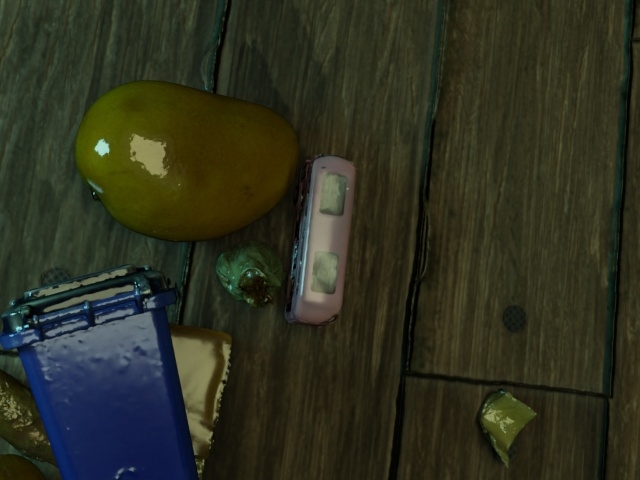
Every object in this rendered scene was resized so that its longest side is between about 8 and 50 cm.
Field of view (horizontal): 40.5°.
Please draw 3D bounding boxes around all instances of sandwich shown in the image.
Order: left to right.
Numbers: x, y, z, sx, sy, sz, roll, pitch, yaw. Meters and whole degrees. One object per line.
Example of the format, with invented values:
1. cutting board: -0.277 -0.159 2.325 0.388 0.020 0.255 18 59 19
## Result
1. sandwich: -0.209 0.191 0.938 0.186 0.108 0.220 12 83 -13

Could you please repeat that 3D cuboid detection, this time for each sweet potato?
1. sweet potato: -0.315 0.200 0.937 0.206 0.060 0.068 43 112 -7

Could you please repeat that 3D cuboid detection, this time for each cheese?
1. cheese: 0.225 0.236 1.080 0.060 0.041 0.084 37 60 -15

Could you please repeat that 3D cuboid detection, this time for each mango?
1. mango: -0.146 -0.084 0.975 0.254 0.139 0.176 9 87 -20

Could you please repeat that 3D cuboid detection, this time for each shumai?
1. shumai: -0.077 0.035 1.006 0.083 0.080 0.082 28 75 -8

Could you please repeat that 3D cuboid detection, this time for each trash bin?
1. trash bin: -0.192 0.146 0.803 0.162 0.184 0.235 -14 93 -15

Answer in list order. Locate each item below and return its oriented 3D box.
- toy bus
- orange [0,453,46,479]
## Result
1. toy bus: 0.000 0.000 1.027 0.063 0.090 0.203 8 80 -13
2. orange: -0.345 0.295 0.883 0.156 0.134 0.157 -5 46 5
